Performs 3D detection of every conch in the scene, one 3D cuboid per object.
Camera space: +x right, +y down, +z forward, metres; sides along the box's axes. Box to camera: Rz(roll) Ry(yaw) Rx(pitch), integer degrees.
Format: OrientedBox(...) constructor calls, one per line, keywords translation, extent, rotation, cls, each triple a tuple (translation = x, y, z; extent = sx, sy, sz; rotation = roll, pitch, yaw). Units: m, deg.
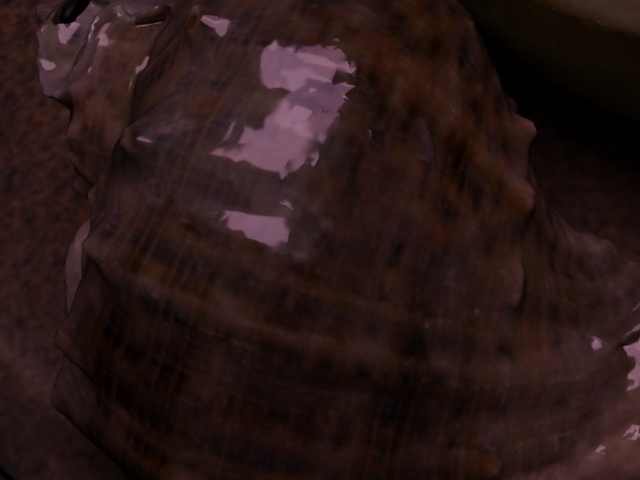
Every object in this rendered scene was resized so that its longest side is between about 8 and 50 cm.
OrientedBox(translation=(-0.005, -0.010, 0.521), extent=(0.291, 0.159, 0.210), rotation=(31, 68, 26), cls="conch")

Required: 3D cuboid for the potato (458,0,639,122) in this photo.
OrientedBox(translation=(0.135, -0.153, 0.615), extent=(0.255, 0.112, 0.269), rotation=(24, 59, 29), cls="potato")
